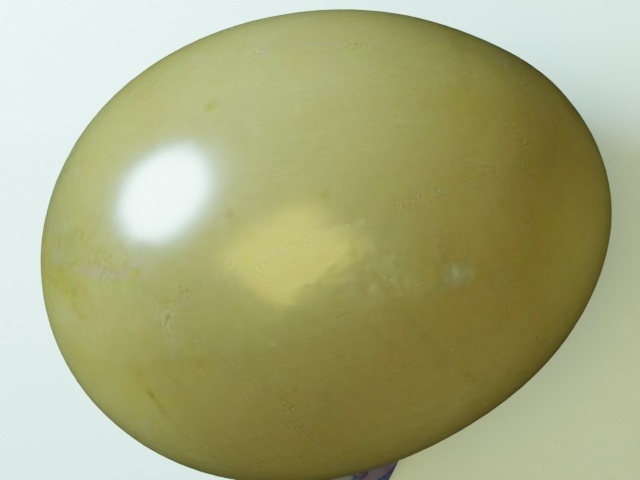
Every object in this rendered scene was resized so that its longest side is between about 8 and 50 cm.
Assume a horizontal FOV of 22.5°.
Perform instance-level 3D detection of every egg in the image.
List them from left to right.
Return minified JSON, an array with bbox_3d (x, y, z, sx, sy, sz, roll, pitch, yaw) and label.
[{"bbox_3d":[0.000,0.000,1.043,0.374,0.301,0.301,-23,89,13],"label":"egg"}]

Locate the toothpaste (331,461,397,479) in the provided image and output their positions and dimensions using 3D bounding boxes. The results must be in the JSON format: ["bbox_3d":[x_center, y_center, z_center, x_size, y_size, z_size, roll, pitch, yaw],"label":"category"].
[{"bbox_3d":[-0.010,0.235,1.197,0.075,0.048,0.301,26,105,-7],"label":"toothpaste"}]
